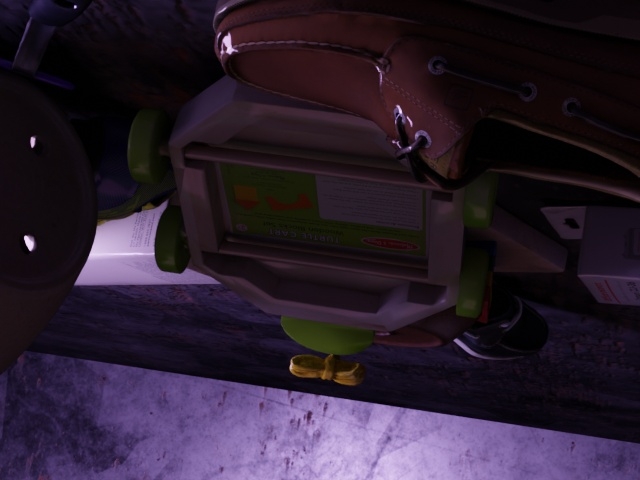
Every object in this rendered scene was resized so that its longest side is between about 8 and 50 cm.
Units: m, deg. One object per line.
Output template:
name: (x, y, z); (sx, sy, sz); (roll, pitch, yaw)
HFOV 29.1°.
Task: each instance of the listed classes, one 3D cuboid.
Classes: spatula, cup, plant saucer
spatula: (-0.188, -0.137, 0.824); (0.084, 0.030, 0.296); (17, 170, -18)
cup: (-0.310, -0.015, 0.935); (0.237, 0.331, 0.331); (-16, 155, 31)
plant saucer: (0.050, 0.069, 1.156); (0.198, 0.036, 0.198); (11, 167, 2)

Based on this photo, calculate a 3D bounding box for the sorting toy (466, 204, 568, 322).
sorting toy: (0.066, 0.017, 1.203); (0.257, 0.089, 0.255); (-1, 163, 38)

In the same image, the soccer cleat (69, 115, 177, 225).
soccer cleat: (-0.202, -0.044, 1.145); (0.121, 0.093, 0.289); (13, 167, -21)

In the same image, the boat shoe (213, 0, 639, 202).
boat shoe: (0.076, -0.087, 0.714); (0.307, 0.104, 0.111); (7, 167, 16)

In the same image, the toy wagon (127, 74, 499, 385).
toy wagon: (0.000, 0.000, 0.975); (0.267, 0.068, 0.344); (8, 145, 9)

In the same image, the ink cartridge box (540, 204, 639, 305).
ink cartridge box: (0.295, 0.018, 1.079); (0.198, 0.067, 0.115); (5, 166, 24)

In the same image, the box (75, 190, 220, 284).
box: (-0.208, -0.009, 1.292); (0.275, 0.094, 0.113); (-1, 162, 42)

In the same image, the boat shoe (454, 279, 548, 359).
boat shoe: (0.194, 0.087, 1.417); (0.079, 0.084, 0.233); (-3, 159, 46)
